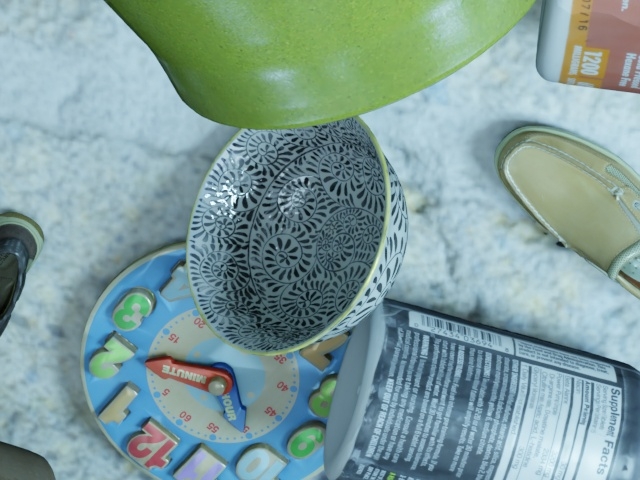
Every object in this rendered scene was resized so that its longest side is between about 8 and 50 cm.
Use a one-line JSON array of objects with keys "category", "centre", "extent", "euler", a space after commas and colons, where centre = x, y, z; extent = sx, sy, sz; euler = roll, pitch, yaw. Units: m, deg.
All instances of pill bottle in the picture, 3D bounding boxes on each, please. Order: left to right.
[{"category": "pill bottle", "centre": [0.134, 0.130, 1.186], "extent": [0.245, 0.130, 0.130], "euler": [16, 118, -7]}, {"category": "pill bottle", "centre": [0.241, -0.140, 1.048], "extent": [0.216, 0.121, 0.121], "euler": [8, 117, 5]}]

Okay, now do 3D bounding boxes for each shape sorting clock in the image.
[{"category": "shape sorting clock", "centre": [-0.069, 0.095, 1.257], "extent": [0.206, 0.040, 0.206], "euler": [3, 117, 7]}]

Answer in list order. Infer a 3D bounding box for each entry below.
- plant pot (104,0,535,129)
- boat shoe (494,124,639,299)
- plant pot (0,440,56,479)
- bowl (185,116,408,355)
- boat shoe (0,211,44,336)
[{"category": "plant pot", "centre": [-0.037, -0.260, 0.930], "extent": [0.366, 0.366, 0.353], "euler": [-15, 124, 15]}, {"category": "boat shoe", "centre": [0.194, -0.005, 1.149], "extent": [0.190, 0.072, 0.068], "euler": [33, 116, -8]}, {"category": "plant pot", "centre": [-0.182, 0.291, 1.278], "extent": [0.229, 0.263, 0.263], "euler": [18, 119, -20]}, {"category": "bowl", "centre": [0.000, 0.000, 1.159], "extent": [0.170, 0.170, 0.080], "euler": [-39, 143, 23]}, {"category": "boat shoe", "centre": [-0.246, 0.047, 1.255], "extent": [0.056, 0.049, 0.152], "euler": [27, 117, -6]}]
